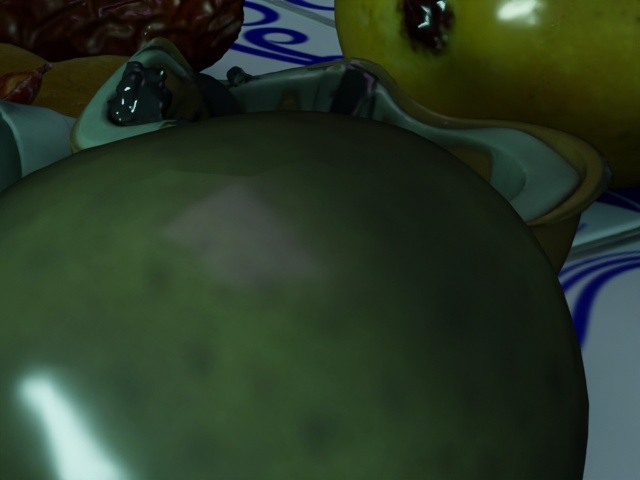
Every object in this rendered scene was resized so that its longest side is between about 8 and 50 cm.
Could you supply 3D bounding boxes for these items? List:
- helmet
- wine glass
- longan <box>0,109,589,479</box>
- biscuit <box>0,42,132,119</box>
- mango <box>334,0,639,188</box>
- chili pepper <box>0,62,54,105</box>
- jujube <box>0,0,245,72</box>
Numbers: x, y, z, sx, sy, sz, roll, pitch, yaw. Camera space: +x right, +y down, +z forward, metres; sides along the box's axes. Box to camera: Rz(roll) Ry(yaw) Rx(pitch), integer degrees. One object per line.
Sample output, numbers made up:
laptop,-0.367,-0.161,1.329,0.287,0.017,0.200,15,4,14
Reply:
helmet,0.000,0.000,0.785,0.224,0.130,0.198,9,21,-13
wine glass,-0.097,-0.023,0.866,0.155,0.073,0.073,5,17,-41
longan,-0.020,0.053,0.574,0.220,0.197,0.196,1,21,-33
biscuit,-0.160,-0.042,0.964,0.158,0.035,0.240,7,30,4
mango,0.228,-0.159,1.055,0.445,0.232,0.300,-8,19,-12
chili pepper,-0.179,-0.053,0.917,0.045,0.027,0.178,18,31,10
jujube,-0.136,-0.141,1.144,0.176,0.109,0.112,-14,-8,-24
